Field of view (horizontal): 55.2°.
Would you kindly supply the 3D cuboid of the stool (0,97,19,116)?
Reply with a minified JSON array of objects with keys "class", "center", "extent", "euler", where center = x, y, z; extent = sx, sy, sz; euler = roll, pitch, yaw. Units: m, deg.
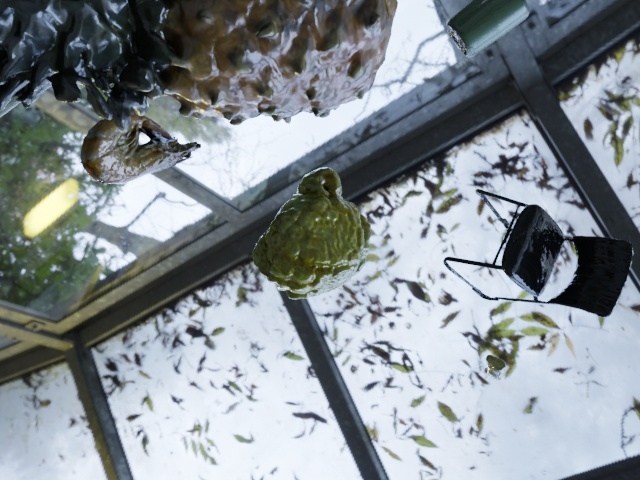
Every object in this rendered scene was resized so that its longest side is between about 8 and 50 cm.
[{"class":"stool","center":[-0.595,-0.302,1.021],"extent":[0.243,0.170,0.270],"euler":[-26,-143,18]}]

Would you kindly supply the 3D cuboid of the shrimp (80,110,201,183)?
[{"class":"shrimp","center":[-0.368,-0.205,1.283],"extent":[0.062,0.287,0.152],"euler":[24,-58,35]}]

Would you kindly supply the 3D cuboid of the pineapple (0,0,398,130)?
[{"class":"pineapple","center":[-0.098,-0.137,0.370],"extent":[0.158,0.278,0.158],"euler":[37,-46,52]}]

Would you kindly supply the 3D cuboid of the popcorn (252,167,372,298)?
[{"class":"popcorn","center":[0.000,0.000,1.333],"extent":[0.286,0.225,0.173],"euler":[-55,-172,-27]}]

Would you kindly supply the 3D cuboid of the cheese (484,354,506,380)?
[{"class":"cheese","center":[0.357,0.262,1.259],"extent":[0.044,0.083,0.030],"euler":[35,-108,26]}]

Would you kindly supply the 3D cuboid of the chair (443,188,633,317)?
[{"class":"chair","center":[0.329,0.021,0.928],"extent":[0.221,0.145,0.140],"euler":[12,-109,50]}]

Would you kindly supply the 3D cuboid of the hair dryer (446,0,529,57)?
[{"class":"hair dryer","center":[0.170,-0.230,0.660],"extent":[0.071,0.150,0.047],"euler":[-35,-84,11]}]
